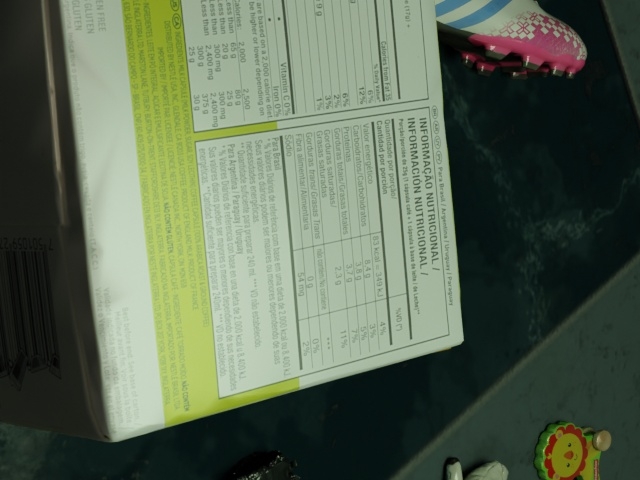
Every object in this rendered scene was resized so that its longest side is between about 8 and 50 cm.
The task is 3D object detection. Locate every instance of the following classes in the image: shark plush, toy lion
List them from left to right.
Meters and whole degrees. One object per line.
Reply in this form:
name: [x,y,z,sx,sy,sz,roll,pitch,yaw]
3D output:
shark plush: [0.155,0.301,1.701,0.067,0.073,0.161,56,48,-65]
toy lion: [0.276,0.248,1.820,0.096,0.034,0.100,-6,98,-34]

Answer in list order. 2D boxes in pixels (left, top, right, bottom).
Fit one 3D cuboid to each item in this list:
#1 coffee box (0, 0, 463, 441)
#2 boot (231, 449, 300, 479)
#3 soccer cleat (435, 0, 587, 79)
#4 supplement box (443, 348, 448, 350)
coffee box: [-0.133,-0.065,1.226,0.334,0.338,0.338,-12,100,-41]
boot: [-0.060,0.256,1.509,0.121,0.045,0.099,-31,115,-44]
soccer cleat: [0.150,-0.245,1.612,0.331,0.116,0.143,10,87,-41]
supplement box: [0.000,0.000,1.446,0.129,0.191,0.194,-8,99,-41]
